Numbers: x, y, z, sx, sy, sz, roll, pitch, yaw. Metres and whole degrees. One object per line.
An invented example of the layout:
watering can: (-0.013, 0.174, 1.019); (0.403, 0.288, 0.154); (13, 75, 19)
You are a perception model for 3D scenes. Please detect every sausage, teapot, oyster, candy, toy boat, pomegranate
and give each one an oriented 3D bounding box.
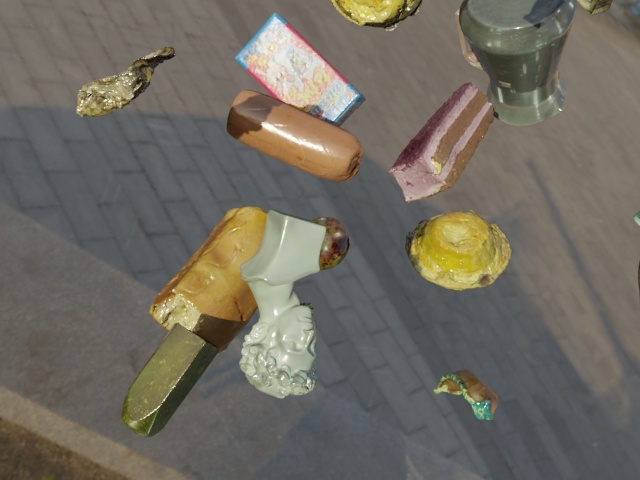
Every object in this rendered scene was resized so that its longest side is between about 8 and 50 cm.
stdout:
sausage: (-0.053, -0.221, 1.718); (0.304, 0.121, 0.121); (24, 32, 3)
teapot: (0.448, -0.458, 1.872); (0.300, 0.253, 0.344); (34, -16, 32)
oyster: (-0.290, -0.234, 1.184); (0.056, 0.177, 0.105); (59, 4, -24)
candy: (-0.049, -0.406, 2.001); (0.306, 0.157, 0.100); (45, 12, 4)
toy boat: (0.371, 0.381, 2.041); (0.108, 0.099, 0.293); (40, -6, -10)
pomegranate: (0.002, 0.003, 1.818); (0.130, 0.130, 0.130); (32, 35, -26)

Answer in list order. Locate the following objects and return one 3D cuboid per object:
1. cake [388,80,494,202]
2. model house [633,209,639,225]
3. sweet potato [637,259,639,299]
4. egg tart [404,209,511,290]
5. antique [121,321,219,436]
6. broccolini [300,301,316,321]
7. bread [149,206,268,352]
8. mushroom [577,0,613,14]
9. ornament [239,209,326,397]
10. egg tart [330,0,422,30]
cake: (0.279, -0.214, 1.716); (0.116, 0.113, 0.295); (47, 71, -23)
model house: (0.855, -0.076, 1.512); (0.340, 0.323, 0.300); (44, 38, 19)
sweet potato: (0.607, 0.124, 1.427); (0.075, 0.075, 0.273); (-7, 89, -54)
egg tart: (0.382, 0.008, 2.204); (0.295, 0.116, 0.294); (0, 49, 0)
antique: (-0.301, 0.276, 1.555); (0.081, 0.221, 0.080); (31, -9, 24)
broccolini: (-0.060, 0.185, 1.838); (0.058, 0.201, 0.073); (6, 79, -16)
bread: (-0.206, 0.091, 1.766); (0.195, 0.149, 0.344); (45, 70, -27)
mushroom: (0.658, -0.736, 1.996); (0.292, 0.212, 0.217); (57, -11, 21)
ornament: (-0.063, 0.094, 1.208); (0.121, 0.130, 0.285); (1, 84, -22)
egg tart: (0.144, -0.679, 2.179); (0.291, 0.291, 0.107); (36, 44, -20)
